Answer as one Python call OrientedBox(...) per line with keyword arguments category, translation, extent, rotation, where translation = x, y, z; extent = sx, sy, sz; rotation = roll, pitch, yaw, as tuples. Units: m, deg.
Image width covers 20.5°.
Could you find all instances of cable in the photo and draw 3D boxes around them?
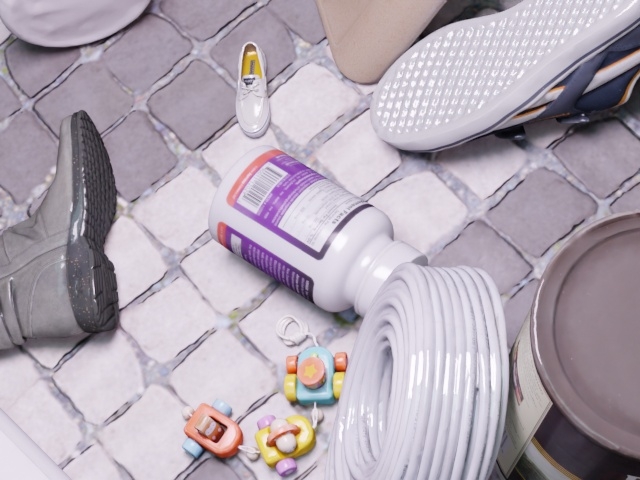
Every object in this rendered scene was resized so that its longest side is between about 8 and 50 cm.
OrientedBox(category="cable", translation=(0.078, 0.144, 1.499), extent=(0.089, 0.257, 0.257), rotation=(12, 61, -13))

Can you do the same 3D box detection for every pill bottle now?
OrientedBox(category="pill bottle", translation=(-0.287, -0.365, 1.831), extent=(0.169, 0.169, 0.301), rotation=(-22, 64, 2))
OrientedBox(category="pill bottle", translation=(0.000, 0.000, 1.650), extent=(0.193, 0.108, 0.108), rotation=(32, 77, 21))

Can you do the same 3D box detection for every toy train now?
OrientedBox(category="toy train", translation=(-0.051, 0.145, 1.632), extent=(0.125, 0.046, 0.166), rotation=(35, 78, 22))

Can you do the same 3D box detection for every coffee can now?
OrientedBox(category="coffee can", translation=(0.251, 0.117, 1.437), extent=(0.202, 0.275, 0.201), rotation=(1, 69, -2))

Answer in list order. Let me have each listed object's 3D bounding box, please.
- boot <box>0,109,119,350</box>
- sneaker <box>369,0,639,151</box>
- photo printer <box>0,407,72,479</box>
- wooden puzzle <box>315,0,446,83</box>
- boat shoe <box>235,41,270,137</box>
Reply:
OrientedBox(category="boot", translation=(-0.287, -0.008, 1.731), extent=(0.161, 0.083, 0.246), rotation=(-11, 64, 13))
OrientedBox(category="sneaker", translation=(0.205, -0.160, 1.681), extent=(0.321, 0.127, 0.126), rotation=(-26, 56, 27))
OrientedBox(category="photo printer", translation=(-0.334, 0.287, 1.594), extent=(0.256, 0.107, 0.307), rotation=(-45, 66, -9))
OrientedBox(category="wooden puzzle", translation=(0.071, -0.378, 1.726), extent=(0.081, 0.322, 0.347), rotation=(-5, 62, -32))
OrientedBox(category="boat shoe", translation=(-0.069, -0.153, 1.770), extent=(0.035, 0.035, 0.100), rotation=(-2, 66, 10))
